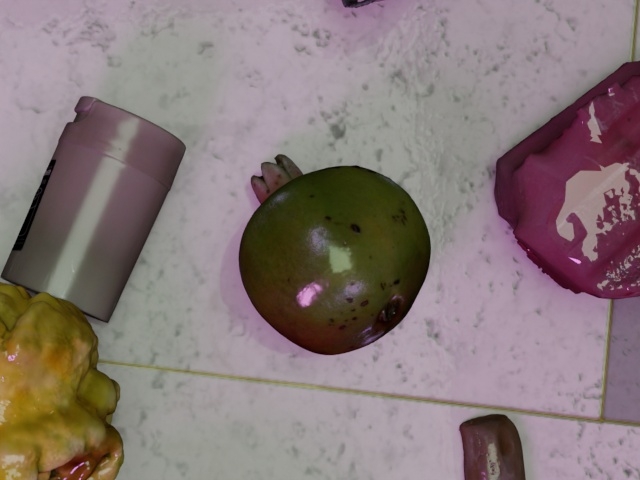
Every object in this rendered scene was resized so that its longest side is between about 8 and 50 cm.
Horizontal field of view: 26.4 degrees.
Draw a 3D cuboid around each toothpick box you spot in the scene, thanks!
[{"bbox_3d":[-0.205,-0.028,1.242,0.111,0.111,0.181,23,82,-6],"label":"toothpick box"}]

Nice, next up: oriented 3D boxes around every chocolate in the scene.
[{"bbox_3d":[0.172,0.218,1.318,0.064,0.031,0.101,-4,83,-14],"label":"chocolate"}]

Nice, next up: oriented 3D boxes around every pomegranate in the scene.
[{"bbox_3d":[0.000,0.000,1.254,0.180,0.180,0.210,-31,60,-11],"label":"pomegranate"}]

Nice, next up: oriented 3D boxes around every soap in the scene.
[{"bbox_3d":[0.334,-0.064,1.325,0.325,0.127,0.220,-38,90,-10],"label":"soap"}]

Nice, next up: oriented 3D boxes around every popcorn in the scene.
[{"bbox_3d":[-0.270,0.147,1.146,0.200,0.203,0.226,18,124,-28],"label":"popcorn"}]

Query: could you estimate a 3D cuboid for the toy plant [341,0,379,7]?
[{"bbox_3d":[0.158,-0.369,1.296,0.332,0.247,0.247,-16,87,-17],"label":"toy plant"}]
